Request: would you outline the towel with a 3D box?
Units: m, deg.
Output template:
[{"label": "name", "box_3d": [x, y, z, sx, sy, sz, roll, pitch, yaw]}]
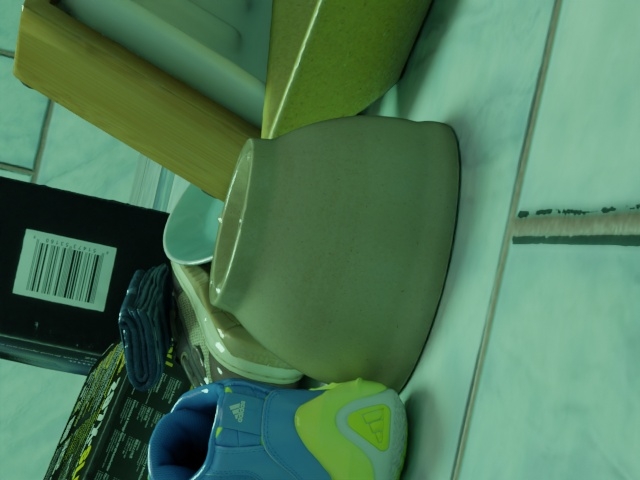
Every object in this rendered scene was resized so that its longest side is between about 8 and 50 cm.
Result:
[{"label": "towel", "box_3d": [-0.128, 0.064, 1.233, 0.119, 0.029, 0.067, -92, -5, -74]}]

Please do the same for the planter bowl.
[{"label": "planter bowl", "box_3d": [0.000, 0.000, 0.916, 0.162, 0.109, 0.162, -166, 90, -79]}]

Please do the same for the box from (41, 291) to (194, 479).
[{"label": "box", "box_3d": [-0.217, 0.235, 1.606, 0.257, 0.079, 0.322, -40, 26, 57]}]

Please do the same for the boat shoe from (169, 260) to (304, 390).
[{"label": "boat shoe", "box_3d": [-0.069, 0.068, 1.226, 0.285, 0.103, 0.092, -128, 56, -70]}]

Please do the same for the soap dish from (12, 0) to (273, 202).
[{"label": "soap dish", "box_3d": [-0.099, -0.176, 1.232, 0.118, 0.229, 0.291, -48, 20, 35]}]

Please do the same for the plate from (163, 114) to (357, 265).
[{"label": "plate", "box_3d": [-0.040, -0.047, 1.223, 0.188, 0.024, 0.188, -34, 25, 19]}]

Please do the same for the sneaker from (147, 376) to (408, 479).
[{"label": "sneaker", "box_3d": [-0.041, 0.129, 0.922, 0.240, 0.126, 0.091, 120, 160, -56]}]

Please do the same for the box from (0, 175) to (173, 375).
[{"label": "box", "box_3d": [-0.296, 0.056, 1.902, 0.294, 0.296, 0.182, 145, 136, -76]}]

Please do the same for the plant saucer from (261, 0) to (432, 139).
[{"label": "plant saucer", "box_3d": [0.048, -0.266, 1.065, 0.332, 0.081, 0.333, -88, 15, -44]}]
